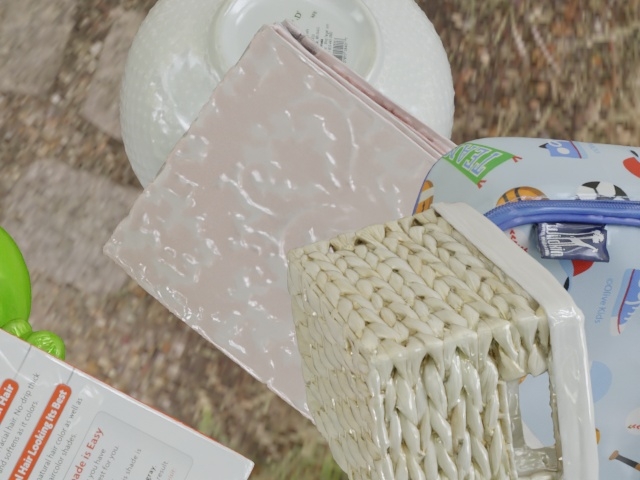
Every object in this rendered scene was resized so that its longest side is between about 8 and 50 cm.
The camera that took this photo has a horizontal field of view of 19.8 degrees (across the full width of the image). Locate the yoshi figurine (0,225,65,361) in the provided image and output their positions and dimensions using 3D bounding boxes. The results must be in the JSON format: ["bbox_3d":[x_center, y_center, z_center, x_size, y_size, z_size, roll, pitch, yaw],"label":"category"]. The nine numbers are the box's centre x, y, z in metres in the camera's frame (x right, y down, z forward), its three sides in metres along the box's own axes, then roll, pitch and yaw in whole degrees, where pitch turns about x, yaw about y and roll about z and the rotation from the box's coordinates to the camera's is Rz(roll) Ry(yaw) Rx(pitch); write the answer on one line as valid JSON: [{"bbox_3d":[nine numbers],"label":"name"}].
[{"bbox_3d":[-0.249,0.060,0.984,0.203,0.362,0.204,-22,94,3],"label":"yoshi figurine"}]

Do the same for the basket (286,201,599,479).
[{"bbox_3d":[0.054,0.063,0.885,0.103,0.167,0.113,-13,111,-11],"label":"basket"}]

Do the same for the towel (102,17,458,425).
[{"bbox_3d":[0.000,0.000,1.651,0.317,0.053,0.332,38,128,-4],"label":"towel"}]

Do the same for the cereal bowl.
[{"bbox_3d":[-0.029,-0.157,1.791,0.339,0.339,0.141,13,150,2],"label":"cereal bowl"}]

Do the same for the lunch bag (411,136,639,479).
[{"bbox_3d":[0.159,0.077,1.151,0.243,0.115,0.303,5,121,-18],"label":"lunch bag"}]

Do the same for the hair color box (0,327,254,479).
[{"bbox_3d":[-0.123,0.093,0.756,0.167,0.053,0.093,31,79,-25],"label":"hair color box"}]
